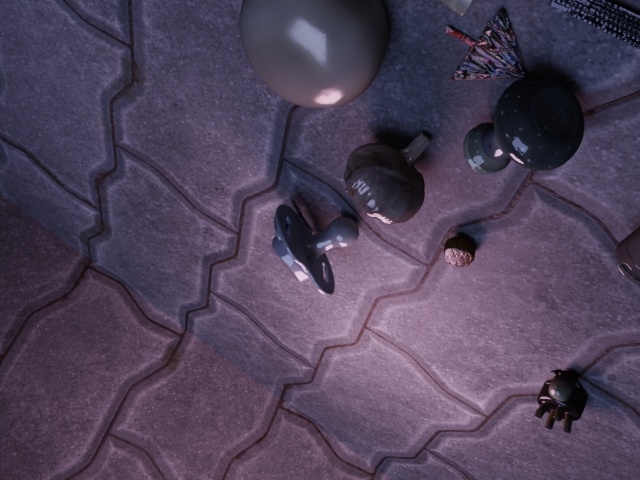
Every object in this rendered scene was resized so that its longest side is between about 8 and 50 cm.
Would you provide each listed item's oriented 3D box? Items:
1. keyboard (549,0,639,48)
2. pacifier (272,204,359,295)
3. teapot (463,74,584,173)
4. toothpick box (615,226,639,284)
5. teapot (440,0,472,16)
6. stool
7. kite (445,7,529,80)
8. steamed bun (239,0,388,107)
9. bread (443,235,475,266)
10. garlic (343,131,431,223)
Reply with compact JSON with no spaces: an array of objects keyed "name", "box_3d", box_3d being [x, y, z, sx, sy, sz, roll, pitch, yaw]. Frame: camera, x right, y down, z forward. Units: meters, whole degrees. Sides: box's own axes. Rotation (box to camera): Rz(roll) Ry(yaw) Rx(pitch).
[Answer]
[{"name":"keyboard","box_3d":[0.490,-0.385,1.399,0.195,0.018,0.060,29,145,10]},{"name":"pacifier","box_3d":[0.000,0.000,2.262,0.233,0.244,0.299,-23,126,20]},{"name":"teapot","box_3d":[0.388,-0.210,1.602,0.183,0.183,0.251,41,161,-8]},{"name":"toothpick box","box_3d":[0.689,0.005,1.637,0.111,0.111,0.181,35,147,2]},{"name":"teapot","box_3d":[0.205,-0.503,1.460,0.200,0.077,0.107,35,145,1]},{"name":"stool","box_3d":[0.660,0.440,2.244,0.125,0.121,0.217,21,151,26]},{"name":"kite","box_3d":[0.322,-0.363,1.596,0.189,0.009,0.232,34,149,3]},{"name":"steamed bun","box_3d":[-0.023,-0.414,1.678,0.324,0.206,0.324,24,146,18]},{"name":"bread","box_3d":[0.350,0.024,2.047,0.085,0.053,0.085,14,145,11]},{"name":"garlic","box_3d":[0.173,-0.160,1.872,0.218,0.218,0.212,40,120,-6]}]
